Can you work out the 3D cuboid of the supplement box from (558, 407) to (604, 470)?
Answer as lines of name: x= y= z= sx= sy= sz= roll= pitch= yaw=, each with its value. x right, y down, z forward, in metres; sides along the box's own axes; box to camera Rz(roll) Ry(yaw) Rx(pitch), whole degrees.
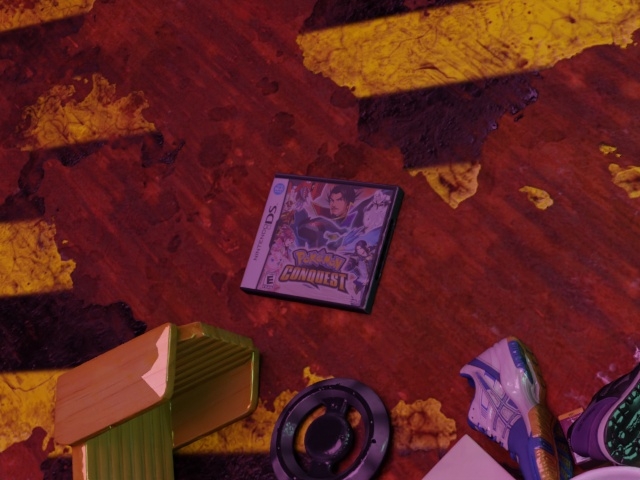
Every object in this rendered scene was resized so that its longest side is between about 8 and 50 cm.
supplement box: x=0.414 y=0.314 z=1.753 sx=0.043 sy=0.055 sz=0.083 roll=-24 pitch=61 yaw=15

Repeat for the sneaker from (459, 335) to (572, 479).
sneaker: x=0.307 y=0.298 z=1.776 sx=0.131 sy=0.112 sz=0.296 roll=-31 pitch=39 yaw=20

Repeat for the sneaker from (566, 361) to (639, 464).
sneaker: x=0.483 y=0.228 z=1.705 sx=0.283 sy=0.107 sz=0.124 roll=-36 pitch=10 yaw=-27

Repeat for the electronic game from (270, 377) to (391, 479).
electronic game: x=0.016 y=0.347 z=1.940 sx=0.229 sy=0.048 sz=0.229 roll=-14 pitch=55 yaw=20

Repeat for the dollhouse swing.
dollhouse swing: x=-0.247 y=0.353 z=1.899 sx=0.315 sy=0.347 sz=0.305 roll=-26 pitch=69 yaw=14

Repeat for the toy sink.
toy sink: x=0.217 y=0.453 z=1.746 sx=0.234 sy=0.131 sz=0.153 roll=-46 pitch=56 yaw=-4

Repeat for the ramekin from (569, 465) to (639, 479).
ramekin: x=0.450 y=0.478 z=1.616 sx=0.277 sy=0.135 sz=0.277 roll=-10 pitch=65 yaw=22

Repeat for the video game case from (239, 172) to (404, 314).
video game case: x=0.000 y=0.000 z=2.108 sx=0.275 sy=0.035 sz=0.248 roll=8 pitch=72 yaw=29
